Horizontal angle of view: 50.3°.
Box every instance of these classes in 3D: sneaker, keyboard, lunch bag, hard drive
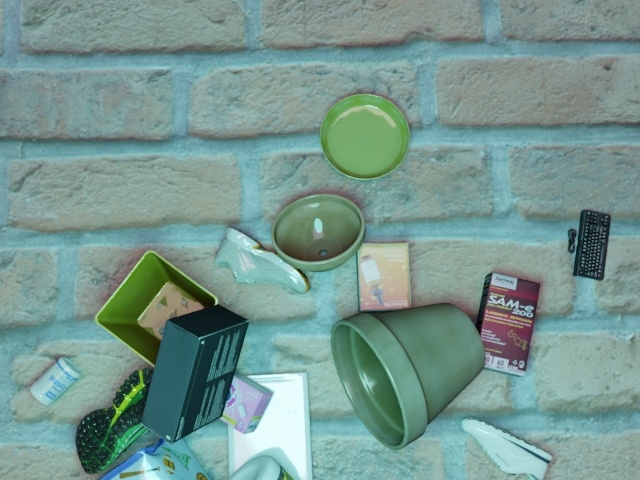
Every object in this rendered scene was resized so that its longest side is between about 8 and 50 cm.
[{"bbox_3d":[-0.153,0.078,1.744,0.263,0.099,0.121,32,89,13],"label":"sneaker"},{"bbox_3d":[0.699,0.009,1.782,0.108,0.023,0.180,11,78,3],"label":"keyboard"},{"bbox_3d":[0.443,0.510,1.658,0.235,0.090,0.094,27,90,7],"label":"sneaker"},{"bbox_3d":[-0.454,0.441,1.634,0.343,0.146,0.134,-42,62,16],"label":"sneaker"},{"bbox_3d":[-0.426,0.685,1.557,0.386,0.239,0.327,-36,81,9],"label":"lunch bag"},{"bbox_3d":[-0.125,0.487,1.683,0.203,0.040,0.307,-3,79,0],"label":"hard drive"}]

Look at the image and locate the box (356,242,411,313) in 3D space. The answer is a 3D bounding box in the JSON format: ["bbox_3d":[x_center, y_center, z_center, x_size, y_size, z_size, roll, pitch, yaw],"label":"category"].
[{"bbox_3d":[0.159,0.097,1.732,0.130,0.091,0.170,-2,79,0],"label":"box"}]

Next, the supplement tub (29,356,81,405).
[{"bbox_3d":[-0.659,0.350,1.697,0.071,0.071,0.107,43,82,8],"label":"supplement tub"}]

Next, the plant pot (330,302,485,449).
[{"bbox_3d":[0.222,0.284,1.608,0.281,0.323,0.323,-22,79,-20],"label":"plant pot"}]

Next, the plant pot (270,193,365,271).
[{"bbox_3d":[0.000,0.000,1.721,0.238,0.109,0.237,-6,49,7],"label":"plant pot"}]

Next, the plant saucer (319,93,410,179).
[{"bbox_3d":[0.118,-0.275,1.832,0.241,0.037,0.240,0,79,-1],"label":"plant saucer"}]

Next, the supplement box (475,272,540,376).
[{"bbox_3d":[0.464,0.212,1.718,0.130,0.073,0.239,12,78,3],"label":"supplement box"}]

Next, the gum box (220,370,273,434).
[{"bbox_3d":[-0.224,0.373,1.653,0.189,0.062,0.107,26,90,22],"label":"gum box"}]

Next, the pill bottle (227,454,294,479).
[{"bbox_3d":[-0.076,0.668,1.547,0.188,0.188,0.334,-41,101,-7],"label":"pill bottle"}]

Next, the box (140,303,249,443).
[{"bbox_3d":[-0.278,0.292,1.518,0.103,0.184,0.261,23,106,22],"label":"box"}]

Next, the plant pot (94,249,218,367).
[{"bbox_3d":[-0.381,0.180,1.669,0.212,0.187,0.212,35,80,7],"label":"plant pot"}]
